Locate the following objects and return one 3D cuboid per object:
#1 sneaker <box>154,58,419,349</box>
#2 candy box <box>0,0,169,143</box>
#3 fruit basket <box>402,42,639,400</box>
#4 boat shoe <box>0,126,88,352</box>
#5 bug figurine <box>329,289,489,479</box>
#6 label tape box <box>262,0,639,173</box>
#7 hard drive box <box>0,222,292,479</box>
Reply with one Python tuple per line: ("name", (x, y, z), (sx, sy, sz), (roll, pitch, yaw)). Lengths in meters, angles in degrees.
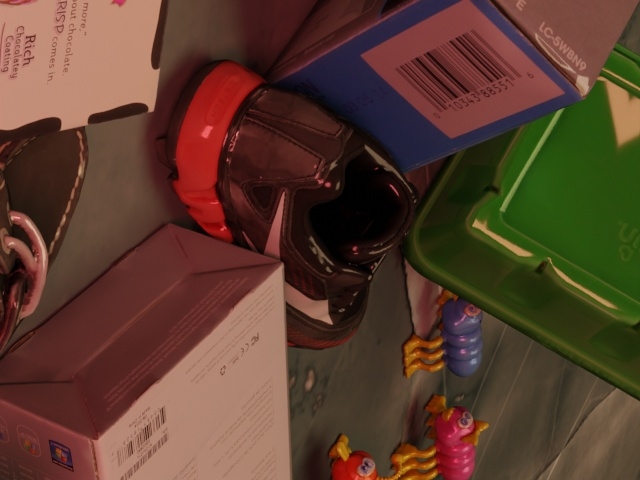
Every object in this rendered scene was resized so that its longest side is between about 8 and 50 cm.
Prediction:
("sneaker", (0.000, 0.000, 0.939), (0.097, 0.135, 0.276), (-62, 154, -24))
("candy box", (-0.159, -0.112, 0.554), (0.233, 0.071, 0.159), (-17, 129, -44))
("fruit basket", (0.284, -0.016, 1.226), (0.283, 0.392, 0.392), (-59, 154, 0))
("boat shoe", (-0.186, 0.053, 0.648), (0.335, 0.095, 0.112), (-50, 147, -37))
("bug figurine", (0.080, 0.178, 1.283), (0.279, 0.072, 0.216), (-52, 148, -36))
("label tape box", (0.126, -0.208, 0.933), (0.106, 0.240, 0.334), (41, 63, -17))
("hard drive box", (-0.100, 0.138, 0.883), (0.181, 0.089, 0.232), (-43, 141, -45))
